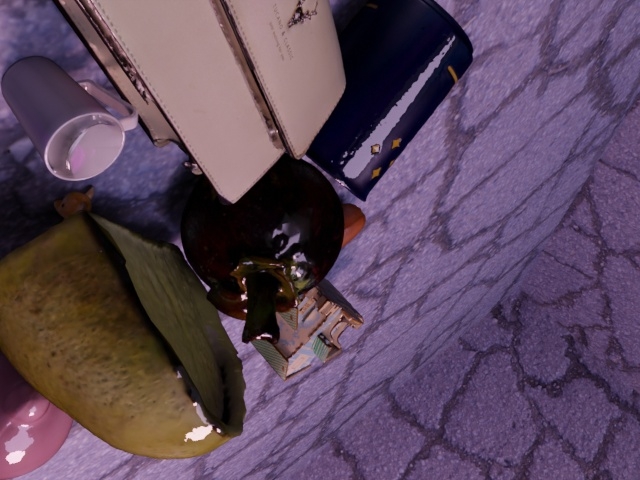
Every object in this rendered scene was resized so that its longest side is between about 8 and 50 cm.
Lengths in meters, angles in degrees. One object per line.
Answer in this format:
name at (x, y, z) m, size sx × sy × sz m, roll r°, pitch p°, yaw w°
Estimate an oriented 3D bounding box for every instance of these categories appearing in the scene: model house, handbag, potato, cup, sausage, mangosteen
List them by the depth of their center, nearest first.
cup at (-0.232, -0.121, 0.592) m, size 0.104 × 0.116 × 0.074 m, roll -26°, pitch 148°, yaw -34°
handbag at (-0.097, -0.222, 0.602) m, size 0.237 × 0.160 × 0.358 m, roll -48°, pitch 156°, yaw -12°
potato at (-0.239, 0.151, 0.753) m, size 0.212 × 0.280 × 0.330 m, roll -30°, pitch 171°, yaw 2°
mangosteen at (-0.072, 0.013, 0.854) m, size 0.231 × 0.289 × 0.231 m, roll -9°, pitch 136°, yaw -9°
cup at (0.062, -0.222, 0.903) m, size 0.178 × 0.255 × 0.256 m, roll 36°, pitch 96°, yaw -28°
sausage at (0.000, 0.000, 1.192) m, size 0.197 × 0.076 × 0.076 m, roll -35°, pitch 153°, yaw -19°
model house at (-0.042, 0.184, 1.301) m, size 0.206 × 0.178 × 0.271 m, roll -45°, pitch 159°, yaw 3°

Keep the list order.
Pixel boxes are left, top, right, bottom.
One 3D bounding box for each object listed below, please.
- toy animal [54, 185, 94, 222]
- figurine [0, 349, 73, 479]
toy animal at (-0.278, -0.024, 0.745) m, size 0.081 × 0.060 × 0.083 m, roll 16°, pitch 126°, yaw -17°
figurine at (-0.403, 0.223, 0.797) m, size 0.173 × 0.173 × 0.173 m, roll -35°, pitch 154°, yaw -21°
